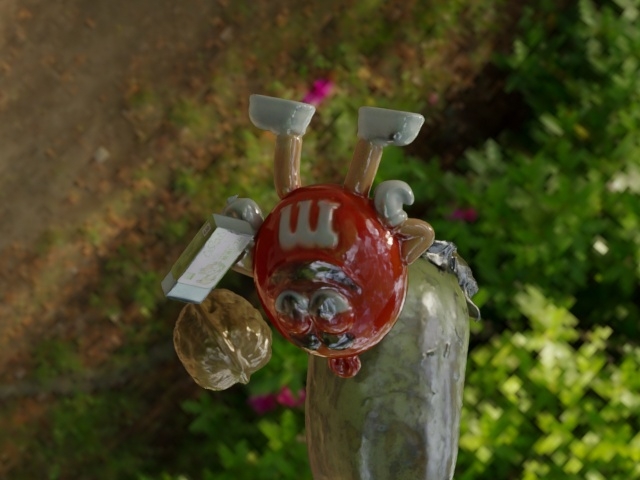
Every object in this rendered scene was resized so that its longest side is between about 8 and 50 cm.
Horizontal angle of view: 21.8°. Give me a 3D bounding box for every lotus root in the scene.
[{"bbox_3d":[0.063,0.151,1.517,0.173,0.173,0.309,13,78,-60],"label":"lotus root"}]

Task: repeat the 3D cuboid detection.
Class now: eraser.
[{"bbox_3d":[-0.090,0.015,1.310,0.038,0.019,0.083,13,130,-38],"label":"eraser"}]

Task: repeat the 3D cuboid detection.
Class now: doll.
[{"bbox_3d":[0.000,0.000,1.292,0.085,0.183,0.217,-11,106,-59],"label":"doll"}]

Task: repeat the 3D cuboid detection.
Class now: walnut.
[{"bbox_3d":[-0.082,0.085,1.397,0.079,0.096,0.082,-32,127,-5],"label":"walnut"}]
